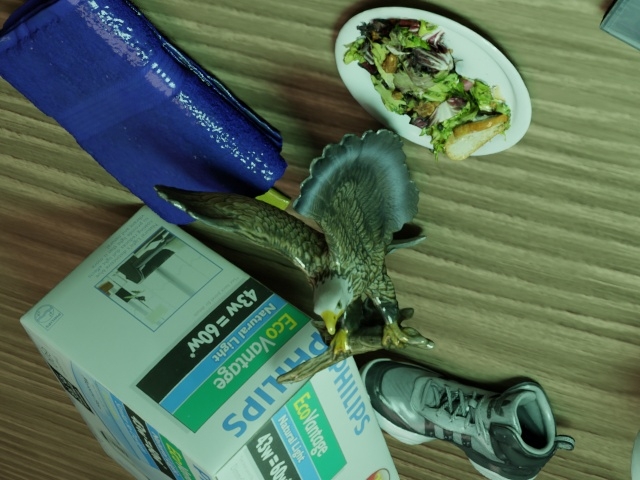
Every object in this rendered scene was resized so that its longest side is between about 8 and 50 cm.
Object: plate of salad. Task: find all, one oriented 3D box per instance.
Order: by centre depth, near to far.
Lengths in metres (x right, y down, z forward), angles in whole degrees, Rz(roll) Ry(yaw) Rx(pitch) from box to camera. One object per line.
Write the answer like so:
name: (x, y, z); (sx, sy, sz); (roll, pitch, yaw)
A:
plate of salad: (0.100, -0.140, 1.431); (0.199, 0.048, 0.200); (22, 151, 13)

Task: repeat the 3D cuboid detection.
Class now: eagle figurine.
eagle figurine: (0.003, 0.005, 1.561); (0.298, 0.226, 0.225); (59, 168, -28)

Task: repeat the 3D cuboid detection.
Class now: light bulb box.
light bulb box: (-0.129, 0.206, 1.903); (0.361, 0.225, 0.358); (33, 158, 34)

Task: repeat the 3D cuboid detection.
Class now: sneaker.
sneaker: (0.182, 0.204, 1.863); (0.268, 0.101, 0.153); (28, 151, -11)

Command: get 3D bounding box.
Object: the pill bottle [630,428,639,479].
pill bottle: (0.474, 0.181, 1.435); (0.229, 0.229, 0.407); (32, 151, -8)

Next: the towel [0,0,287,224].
towel: (-0.197, -0.152, 1.637); (0.308, 0.076, 0.227); (44, 146, -22)

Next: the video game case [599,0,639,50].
video game case: (0.352, -0.195, 1.152); (0.196, 0.026, 0.274); (28, 150, 0)

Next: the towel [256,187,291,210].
towel: (-0.152, -0.088, 1.758); (0.237, 0.021, 0.102); (33, 152, -9)
